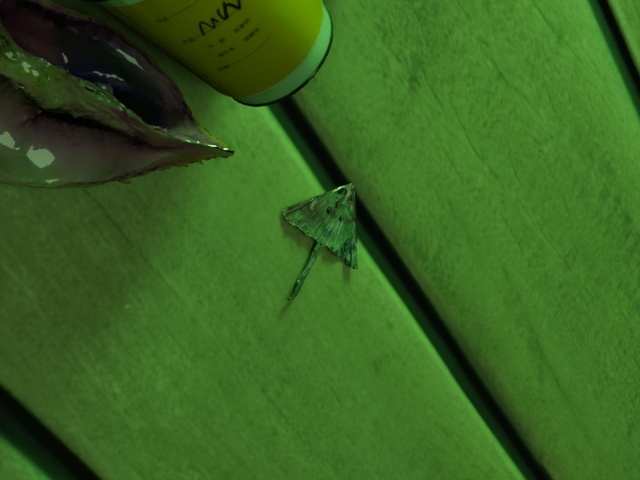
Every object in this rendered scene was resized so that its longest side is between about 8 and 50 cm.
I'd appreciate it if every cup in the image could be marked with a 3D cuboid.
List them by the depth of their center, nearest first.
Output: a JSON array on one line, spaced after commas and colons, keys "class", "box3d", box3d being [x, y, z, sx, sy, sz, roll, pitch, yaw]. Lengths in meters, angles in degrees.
[{"class": "cup", "box3d": [-0.111, -0.246, 1.120, 0.280, 0.196, 0.196, 40, 77, -48]}]

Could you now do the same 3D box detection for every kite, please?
[{"class": "kite", "box3d": [0.000, 0.000, 1.400, 0.139, 0.011, 0.156, 34, 79, -38]}]

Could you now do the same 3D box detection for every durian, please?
[{"class": "durian", "box3d": [-0.243, -0.120, 1.080, 0.186, 0.154, 0.260, -42, 136, 5]}]
